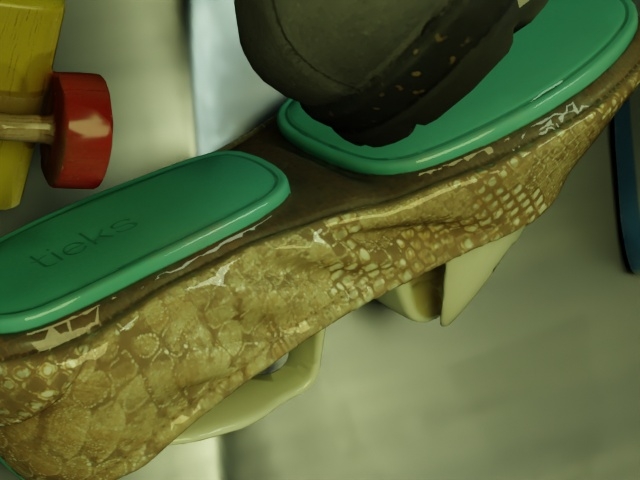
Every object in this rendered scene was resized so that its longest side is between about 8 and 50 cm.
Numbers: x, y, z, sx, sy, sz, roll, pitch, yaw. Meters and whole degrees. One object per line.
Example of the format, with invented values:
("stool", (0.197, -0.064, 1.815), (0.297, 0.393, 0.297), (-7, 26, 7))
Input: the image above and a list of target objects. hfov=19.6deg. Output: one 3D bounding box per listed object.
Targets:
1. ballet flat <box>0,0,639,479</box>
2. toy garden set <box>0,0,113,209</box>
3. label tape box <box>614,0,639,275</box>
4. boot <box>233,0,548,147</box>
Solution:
("ballet flat", (0.000, 0.000, 0.468), (0.206, 0.073, 0.067), (-26, 125, -20))
("toy garden set", (-0.150, -0.114, 0.410), (0.203, 0.049, 0.244), (2, 85, -22))
("label tape box", (0.282, -0.053, 0.490), (0.333, 0.240, 0.106), (-3, 88, -24))
("boot", (-0.041, -0.197, 0.400), (0.222, 0.118, 0.338), (21, 58, -29))
